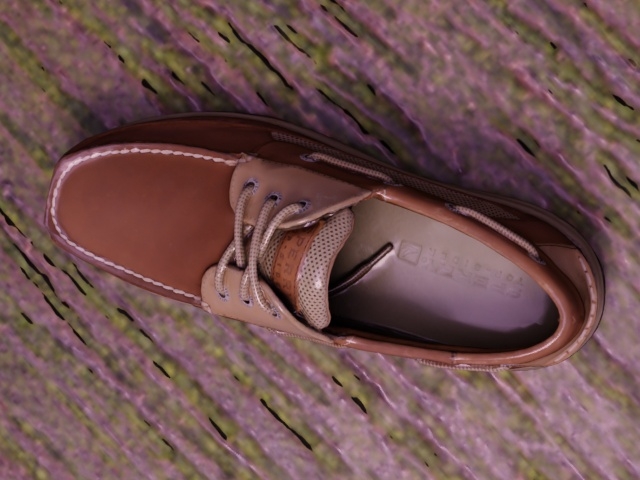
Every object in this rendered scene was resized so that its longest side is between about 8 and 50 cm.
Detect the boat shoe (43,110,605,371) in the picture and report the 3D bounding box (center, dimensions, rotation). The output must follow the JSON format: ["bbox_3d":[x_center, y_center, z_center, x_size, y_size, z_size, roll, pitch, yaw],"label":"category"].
[{"bbox_3d":[0.000,0.000,0.938,0.324,0.120,0.122,10,97,9],"label":"boat shoe"}]
